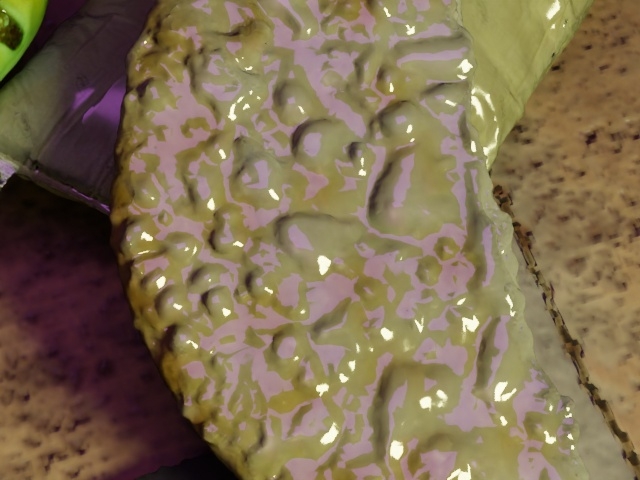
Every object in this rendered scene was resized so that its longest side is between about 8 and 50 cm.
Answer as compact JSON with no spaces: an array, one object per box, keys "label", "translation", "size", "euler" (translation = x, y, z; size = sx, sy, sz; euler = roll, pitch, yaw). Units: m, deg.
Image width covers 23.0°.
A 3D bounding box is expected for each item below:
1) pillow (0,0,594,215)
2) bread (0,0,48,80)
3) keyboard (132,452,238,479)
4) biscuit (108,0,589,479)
[{"label":"pillow","translation":[0.012,-0.095,0.640],"size":[0.185,0.075,0.302],"euler":[31,64,7]},{"label":"bread","translation":[-0.168,-0.082,0.600],"size":[0.139,0.071,0.130],"euler":[-27,39,14]},{"label":"keyboard","translation":[-0.051,0.116,0.553],"size":[0.196,0.015,0.074],"euler":[-19,60,-14]},{"label":"biscuit","translation":[0.000,0.001,0.542],"size":[0.141,0.038,0.289],"euler":[-11,76,-9]}]
